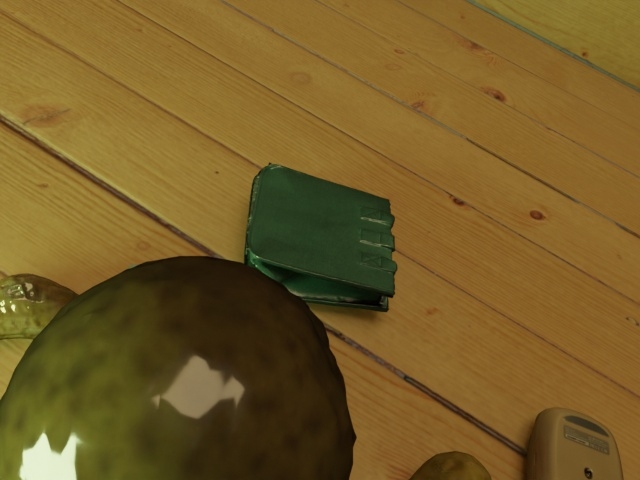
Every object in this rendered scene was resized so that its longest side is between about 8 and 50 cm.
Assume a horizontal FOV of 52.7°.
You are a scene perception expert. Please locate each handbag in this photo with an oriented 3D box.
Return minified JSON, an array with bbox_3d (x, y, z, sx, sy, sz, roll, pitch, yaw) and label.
[{"bbox_3d":[-0.003,0.003,1.156,0.274,0.100,0.268,12,42,-12],"label":"handbag"}]

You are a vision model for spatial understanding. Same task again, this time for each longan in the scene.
[{"bbox_3d":[-0.151,0.211,0.727,0.391,0.391,0.391,11,46,-12],"label":"longan"}]

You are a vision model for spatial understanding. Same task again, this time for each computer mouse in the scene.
[{"bbox_3d":[0.384,0.366,0.975,0.145,0.082,0.236,20,43,-2],"label":"computer mouse"}]

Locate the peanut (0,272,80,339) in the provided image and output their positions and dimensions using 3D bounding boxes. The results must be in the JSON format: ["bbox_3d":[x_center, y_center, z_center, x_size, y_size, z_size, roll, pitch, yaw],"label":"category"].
[{"bbox_3d":[-0.439,0.097,0.903,0.214,0.099,0.099,-5,51,-18],"label":"peanut"}]

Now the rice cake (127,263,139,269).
[{"bbox_3d":[-0.291,0.136,0.952,0.045,0.042,0.245,9,47,-10],"label":"rice cake"}]

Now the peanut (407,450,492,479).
[{"bbox_3d":[0.105,0.372,0.821,0.319,0.147,0.147,-25,61,-34],"label":"peanut"}]
